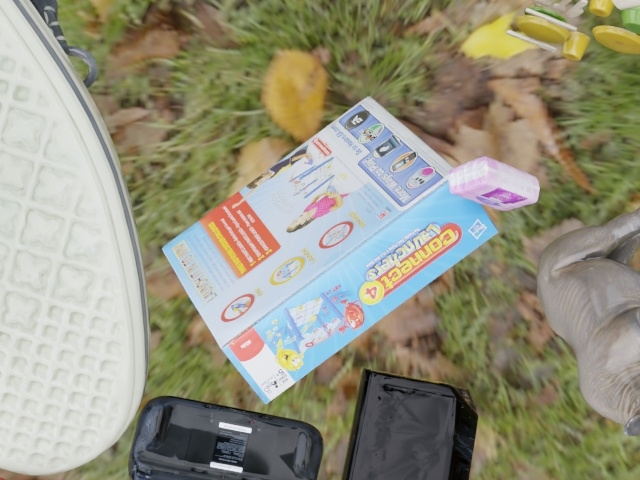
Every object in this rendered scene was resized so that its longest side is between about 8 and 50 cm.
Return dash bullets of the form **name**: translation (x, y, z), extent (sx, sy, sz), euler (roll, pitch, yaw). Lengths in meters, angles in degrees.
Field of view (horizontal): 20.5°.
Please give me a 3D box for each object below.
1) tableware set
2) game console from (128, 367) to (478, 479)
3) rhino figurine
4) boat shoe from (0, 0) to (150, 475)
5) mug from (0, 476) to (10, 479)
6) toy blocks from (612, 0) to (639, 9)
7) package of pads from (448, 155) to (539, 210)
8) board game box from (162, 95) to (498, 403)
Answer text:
- **tableware set**: translation (0.216, -0.177, 1.430), extent (0.104, 0.154, 0.024), euler (21, 80, -5)
- **game console**: translation (-0.018, 0.229, 1.873), extent (0.361, 0.044, 0.213), euler (12, 88, -10)
- **rhino figurine**: translation (0.215, 0.067, 1.172), extent (0.106, 0.243, 0.073), euler (-29, 129, 8)
- **boat shoe**: translation (-0.229, -0.101, 1.061), extent (0.187, 0.156, 0.500), euler (-23, 95, 11)
- **mug**: translation (-0.196, 0.206, 1.030), extent (0.169, 0.113, 0.150), euler (-20, 105, 11)
- **toy blocks**: translation (0.394, -0.269, 1.303), extent (0.260, 0.309, 0.288), euler (-9, 68, 35)
- **package of pads**: translation (0.171, -0.055, 1.739), extent (0.050, 0.083, 0.032), euler (-16, 66, 43)
- **board game box**: translation (0.000, 0.000, 1.924), extent (0.302, 0.308, 0.086), euler (-37, 116, -1)
